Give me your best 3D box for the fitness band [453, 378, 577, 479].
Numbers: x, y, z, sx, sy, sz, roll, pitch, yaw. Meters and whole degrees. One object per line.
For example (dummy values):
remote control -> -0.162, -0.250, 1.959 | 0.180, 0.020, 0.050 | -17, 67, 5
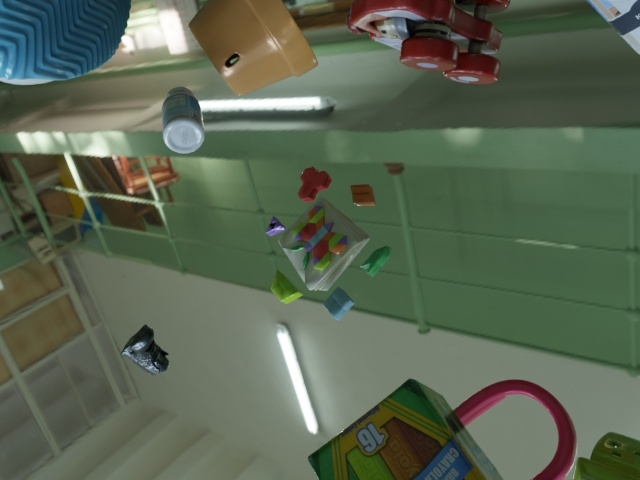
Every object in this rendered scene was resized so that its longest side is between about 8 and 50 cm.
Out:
fitness band -> 0.331, 0.392, 1.144 | 0.291, 0.054, 0.209 | -41, -129, 9

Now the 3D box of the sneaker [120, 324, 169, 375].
sneaker -> -0.313, 0.209, 1.137 | 0.170, 0.089, 0.051 | -33, -154, 53

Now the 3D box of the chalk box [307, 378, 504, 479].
chalk box -> 0.152, 0.352, 0.773 | 0.180, 0.179, 0.289 | -40, -122, 6

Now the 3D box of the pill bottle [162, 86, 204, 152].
pill bottle -> -0.302, -0.269, 1.342 | 0.087, 0.087, 0.160 | -15, -136, -2

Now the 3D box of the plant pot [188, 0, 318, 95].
plant pot -> -0.167, -0.476, 1.434 | 0.203, 0.291, 0.291 | -35, -156, 5

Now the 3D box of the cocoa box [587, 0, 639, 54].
cocoa box -> 0.508, -0.470, 0.801 | 0.347, 0.228, 0.231 | -28, -133, 44

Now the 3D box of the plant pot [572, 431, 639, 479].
plant pot -> 0.502, 0.453, 0.947 | 0.228, 0.227, 0.207 | 13, -177, 43

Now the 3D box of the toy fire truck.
toy fire truck -> 0.183, -0.388, 1.121 | 0.302, 0.169, 0.254 | 2, -172, -42

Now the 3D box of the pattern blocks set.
pattern blocks set -> 0.000, 0.000, 1.217 | 0.325, 0.026, 0.285 | 32, -92, 46

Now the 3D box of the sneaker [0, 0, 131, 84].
sneaker -> -0.178, -0.172, 0.388 | 0.092, 0.087, 0.229 | -8, -133, 9
